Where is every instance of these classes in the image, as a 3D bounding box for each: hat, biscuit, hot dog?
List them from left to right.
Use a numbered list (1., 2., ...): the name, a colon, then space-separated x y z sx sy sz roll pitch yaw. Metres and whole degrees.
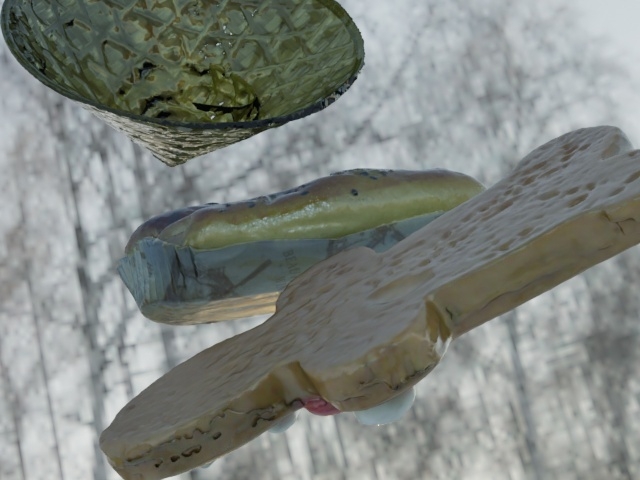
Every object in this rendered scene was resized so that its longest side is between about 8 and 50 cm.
1. hat: -0.058 -0.059 0.747 0.146 0.146 0.067 -4 -53 -18
2. hot dog: 0.000 0.000 1.213 0.270 0.081 0.162 -7 -9 -7
3. biscuit: 0.040 0.041 0.977 0.340 0.047 0.216 -31 12 -5
